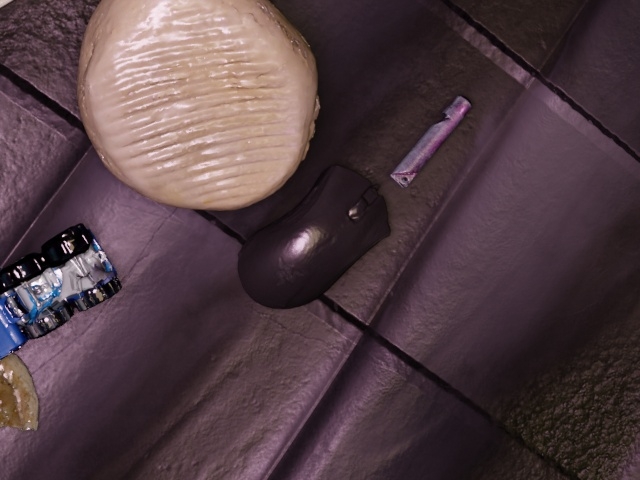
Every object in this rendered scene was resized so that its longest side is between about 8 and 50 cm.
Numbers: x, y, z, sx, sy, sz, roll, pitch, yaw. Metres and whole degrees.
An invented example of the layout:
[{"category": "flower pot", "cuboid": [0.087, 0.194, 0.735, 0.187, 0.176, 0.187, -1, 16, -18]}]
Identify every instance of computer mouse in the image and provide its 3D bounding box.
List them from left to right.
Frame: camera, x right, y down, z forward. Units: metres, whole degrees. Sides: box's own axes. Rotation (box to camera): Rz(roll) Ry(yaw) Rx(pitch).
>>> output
[{"category": "computer mouse", "cuboid": [0.000, 0.000, 1.675, 0.264, 0.088, 0.147, -45, 104, -12]}]

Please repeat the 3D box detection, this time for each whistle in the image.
[{"category": "whistle", "cuboid": [0.175, -0.157, 1.739, 0.033, 0.033, 0.176, 42, 81, -12]}]

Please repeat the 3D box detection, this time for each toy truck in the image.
[{"category": "toy truck", "cuboid": [-0.394, 0.069, 1.551, 0.208, 0.126, 0.113, -30, 99, -8]}]

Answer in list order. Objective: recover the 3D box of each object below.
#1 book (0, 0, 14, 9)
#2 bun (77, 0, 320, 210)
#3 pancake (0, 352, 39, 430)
[{"category": "book", "cuboid": [-0.472, -0.435, 1.567, 0.289, 0.026, 0.201, -33, 99, -12]}, {"category": "bun", "cuboid": [-0.179, -0.212, 1.552, 0.326, 0.234, 0.362, -39, 116, -4]}, {"category": "pancake", "cuboid": [-0.532, 0.242, 1.564, 0.254, 0.037, 0.253, -1, 92, -15]}]
